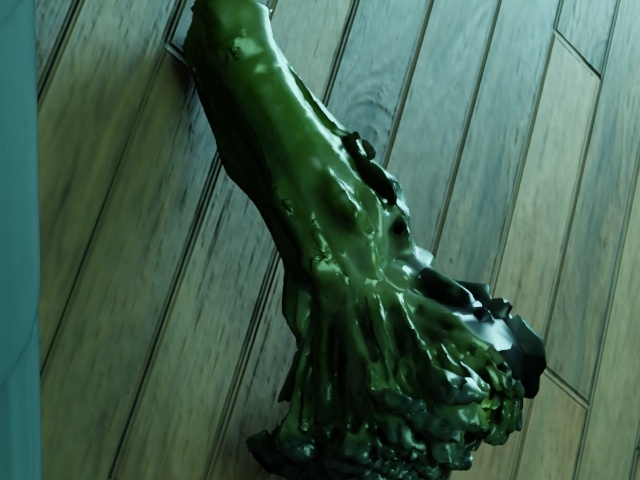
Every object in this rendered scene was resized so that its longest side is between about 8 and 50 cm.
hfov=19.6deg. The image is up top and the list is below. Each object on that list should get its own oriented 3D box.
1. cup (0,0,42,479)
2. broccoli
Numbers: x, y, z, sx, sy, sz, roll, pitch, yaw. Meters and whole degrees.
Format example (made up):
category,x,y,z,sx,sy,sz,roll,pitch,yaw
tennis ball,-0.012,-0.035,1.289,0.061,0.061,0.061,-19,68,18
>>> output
category,x,y,z,sx,sy,sz,roll,pitch,yaw
cup,-0.240,0.050,0.593,0.331,0.257,0.311,-30,135,-40
broccoli,-0.002,-0.001,1.044,0.145,0.165,0.304,-14,76,-42
